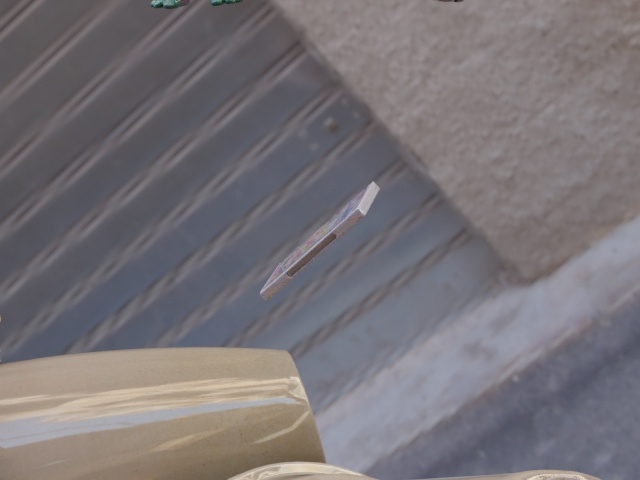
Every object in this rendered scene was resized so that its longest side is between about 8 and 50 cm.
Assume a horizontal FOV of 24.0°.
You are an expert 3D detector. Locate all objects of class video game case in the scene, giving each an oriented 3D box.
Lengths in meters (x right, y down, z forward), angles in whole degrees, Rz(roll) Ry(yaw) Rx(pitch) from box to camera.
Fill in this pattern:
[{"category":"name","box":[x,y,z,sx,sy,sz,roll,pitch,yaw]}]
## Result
[{"category":"video game case","box":[0.000,0.000,1.340,0.122,0.011,0.087,-41,6,20]}]

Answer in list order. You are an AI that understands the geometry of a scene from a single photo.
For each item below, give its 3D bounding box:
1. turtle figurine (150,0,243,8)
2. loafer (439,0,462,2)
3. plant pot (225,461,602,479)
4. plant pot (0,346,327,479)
[{"category":"turtle figurine","box":[-0.148,-0.382,1.695,0.175,0.234,0.118,6,19,42]},{"category":"loafer","box":[0.111,-0.296,1.554,0.039,0.125,0.045,-11,-32,-24]},{"category":"plant pot","box":[0.078,0.288,1.001,0.305,0.334,0.334,-28,22,52]},{"category":"plant pot","box":[-0.141,0.193,1.309,0.274,0.256,0.256,-18,15,-7]}]
